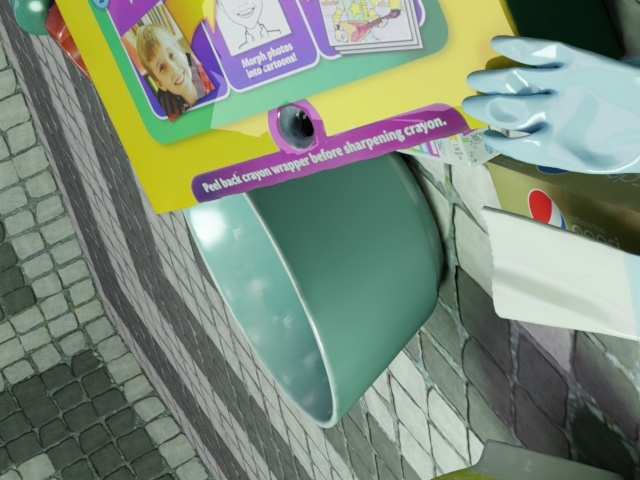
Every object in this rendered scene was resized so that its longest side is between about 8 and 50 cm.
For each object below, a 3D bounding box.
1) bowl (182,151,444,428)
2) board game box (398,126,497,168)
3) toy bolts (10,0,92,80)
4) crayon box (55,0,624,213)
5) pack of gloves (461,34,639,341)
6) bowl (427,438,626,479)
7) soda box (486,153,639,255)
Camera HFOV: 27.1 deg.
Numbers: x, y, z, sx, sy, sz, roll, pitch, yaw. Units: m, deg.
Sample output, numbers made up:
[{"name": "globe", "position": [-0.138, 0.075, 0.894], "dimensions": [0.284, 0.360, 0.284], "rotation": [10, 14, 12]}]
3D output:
[{"name": "bowl", "position": [0.000, 0.000, 1.232], "dimensions": [0.311, 0.163, 0.311], "rotation": [54, 161, 28]}, {"name": "board game box", "position": [0.076, -0.116, 1.050], "dimensions": [0.154, 0.026, 0.103], "rotation": [23, 138, 66]}, {"name": "toy bolts", "position": [-0.199, -0.270, 1.286], "dimensions": [0.158, 0.228, 0.218], "rotation": [43, 167, 25]}, {"name": "crayon box", "position": [-0.031, -0.203, 0.850], "dimensions": [0.363, 0.106, 0.313], "rotation": [-12, 106, 45]}, {"name": "pack of gloves", "position": [0.173, -0.009, 0.692], "dimensions": [0.232, 0.046, 0.195], "rotation": [10, 129, 36]}, {"name": "bowl", "position": [0.170, 0.249, 1.062], "dimensions": [0.289, 0.289, 0.156], "rotation": [178, 108, -73]}, {"name": "soda box", "position": [0.180, -0.021, 0.818], "dimensions": [0.181, 0.061, 0.058], "rotation": [29, 144, 63]}]
